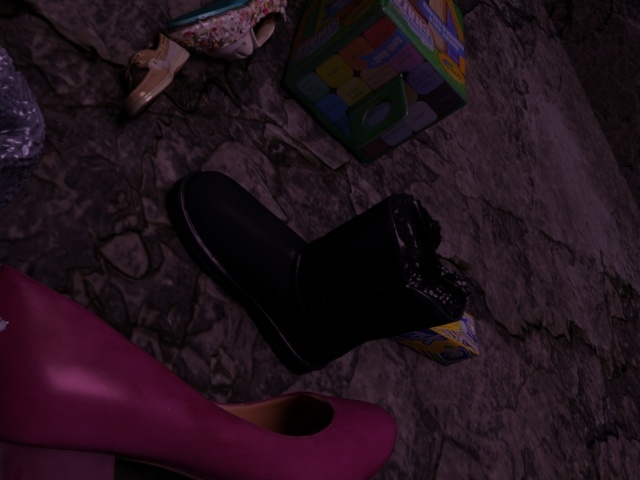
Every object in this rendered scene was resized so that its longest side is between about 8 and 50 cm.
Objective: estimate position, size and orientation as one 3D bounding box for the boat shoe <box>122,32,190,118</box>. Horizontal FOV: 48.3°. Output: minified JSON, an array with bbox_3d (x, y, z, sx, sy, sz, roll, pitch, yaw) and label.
[{"bbox_3d":[-0.172,-0.166,0.708,0.045,0.050,0.135,42,28,-20],"label":"boat shoe"}]

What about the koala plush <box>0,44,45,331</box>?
[{"bbox_3d":[-0.243,-0.002,0.380,0.203,0.196,0.221,25,43,-54],"label":"koala plush"}]

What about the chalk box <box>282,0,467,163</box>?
[{"bbox_3d":[0.077,-0.244,0.965,0.179,0.180,0.289,40,38,-28],"label":"chalk box"}]

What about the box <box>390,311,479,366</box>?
[{"bbox_3d":[0.128,0.101,0.897,0.169,0.054,0.059,29,45,-37],"label":"box"}]

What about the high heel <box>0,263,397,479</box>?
[{"bbox_3d":[-0.065,0.110,0.538,0.377,0.127,0.182,2,90,-49],"label":"high heel"}]

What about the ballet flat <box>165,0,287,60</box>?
[{"bbox_3d":[-0.095,-0.259,0.847,0.241,0.091,0.077,-55,134,-49],"label":"ballet flat"}]

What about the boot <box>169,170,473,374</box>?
[{"bbox_3d":[0.000,0.000,0.668,0.246,0.207,0.094,55,35,-8],"label":"boot"}]
